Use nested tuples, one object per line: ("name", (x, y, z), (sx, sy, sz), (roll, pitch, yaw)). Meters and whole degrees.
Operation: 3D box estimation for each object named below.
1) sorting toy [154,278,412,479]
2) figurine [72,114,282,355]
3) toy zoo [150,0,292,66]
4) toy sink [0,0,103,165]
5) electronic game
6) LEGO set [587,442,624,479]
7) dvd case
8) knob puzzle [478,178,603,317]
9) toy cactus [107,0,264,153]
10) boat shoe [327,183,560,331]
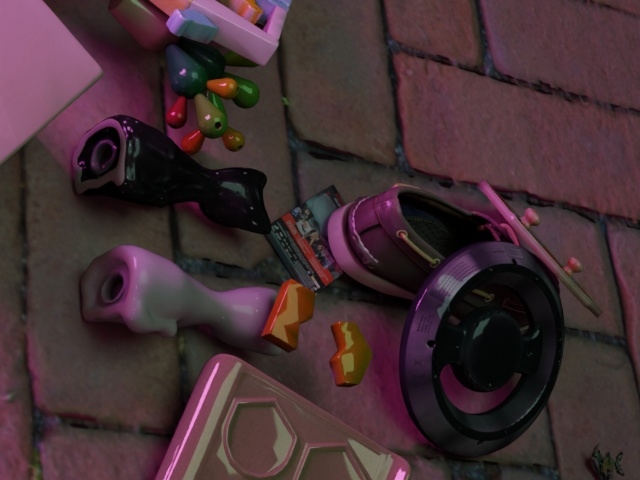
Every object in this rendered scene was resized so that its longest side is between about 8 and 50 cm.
("sorting toy", (-0.028, 0.205, 1.609), (0.229, 0.041, 0.307), (31, 63, -18))
("figurine", (-0.122, 0.005, 1.653), (0.209, 0.092, 0.215), (15, 59, -41))
("toy zoo", (-0.117, -0.276, 1.753), (0.192, 0.030, 0.293), (32, 28, -11))
("toy sink", (-0.328, -0.121, 1.502), (0.153, 0.131, 0.234), (49, 40, -10))
("electronic game", (0.172, 0.114, 1.819), (0.229, 0.048, 0.229), (-8, 103, -37))
("LEGO set", (0.324, 0.265, 1.953), (0.054, 0.023, 0.083), (-19, 94, -43))
("dvd case", (0.000, 0.000, 1.811), (0.119, 0.013, 0.087), (-35, 92, -45))
("knob puzzle", (0.242, -0.004, 1.911), (0.213, 0.030, 0.213), (48, 7, -8))
("toy cactus", (-0.137, -0.186, 1.722), (0.180, 0.112, 0.219), (37, 39, -29))
("boat shoe", (0.156, 0.020, 1.870), (0.324, 0.096, 0.117), (21, 53, -38))
